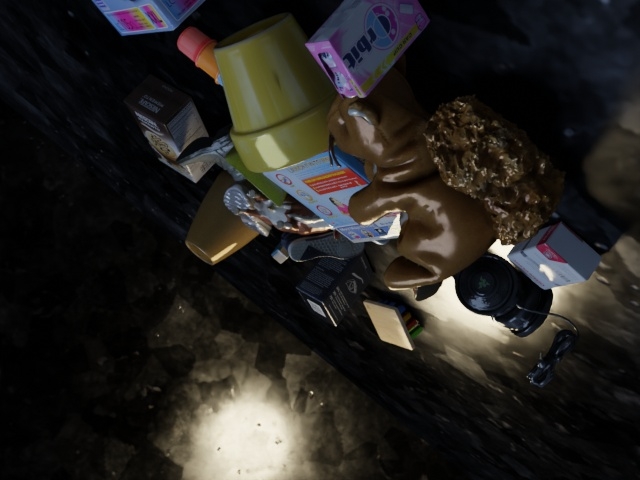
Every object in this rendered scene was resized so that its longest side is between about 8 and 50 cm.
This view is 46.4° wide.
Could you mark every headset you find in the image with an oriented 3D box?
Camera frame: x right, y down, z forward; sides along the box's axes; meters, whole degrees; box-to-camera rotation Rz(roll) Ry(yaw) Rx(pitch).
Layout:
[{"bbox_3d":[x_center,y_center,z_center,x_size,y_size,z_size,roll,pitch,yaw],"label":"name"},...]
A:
[{"bbox_3d":[0.380,0.141,1.583,0.243,0.185,0.394,27,-174,-35],"label":"headset"}]

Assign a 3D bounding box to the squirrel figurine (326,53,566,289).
[{"bbox_3d":[0.203,-0.148,1.284,0.397,0.281,0.370,-9,121,48],"label":"squirrel figurine"}]

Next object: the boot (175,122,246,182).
[{"bbox_3d":[-0.276,-0.218,2.087,0.247,0.083,0.161,-17,126,33],"label":"boot"}]

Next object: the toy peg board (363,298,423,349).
[{"bbox_3d":[0.242,0.251,2.405,0.161,0.079,0.160,10,131,55],"label":"toy peg board"}]

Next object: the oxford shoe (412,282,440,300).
[{"bbox_3d":[0.270,0.099,1.994,0.076,0.076,0.212,63,178,30],"label":"oxford shoe"}]

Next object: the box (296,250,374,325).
[{"bbox_3d":[0.048,0.121,2.214,0.108,0.207,0.153,27,158,33],"label":"box"}]

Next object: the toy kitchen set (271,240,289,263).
[{"bbox_3d":[-0.109,-0.057,2.291,0.166,0.122,0.207,41,142,-8],"label":"toy kitchen set"}]

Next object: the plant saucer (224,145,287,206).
[{"bbox_3d":[-0.141,-0.197,1.935,0.188,0.188,0.045,41,117,-11],"label":"plant saucer"}]

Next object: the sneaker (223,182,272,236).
[{"bbox_3d":[-0.203,-0.116,2.235,0.105,0.115,0.281,25,167,19],"label":"sneaker"}]

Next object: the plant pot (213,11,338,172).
[{"bbox_3d":[-0.080,-0.294,1.437,0.254,0.254,0.239,12,132,54],"label":"plant pot"}]

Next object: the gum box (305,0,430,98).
[{"bbox_3d":[0.071,-0.314,1.139,0.062,0.188,0.107,12,148,53],"label":"gum box"}]

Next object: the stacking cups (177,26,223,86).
[{"bbox_3d":[-0.187,-0.364,1.671,0.316,0.096,0.096,37,162,5],"label":"stacking cups"}]

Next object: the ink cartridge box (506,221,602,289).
[{"bbox_3d":[0.452,0.033,1.456,0.109,0.063,0.150,40,163,-5],"label":"ink cartridge box"}]

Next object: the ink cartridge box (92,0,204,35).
[{"bbox_3d":[-0.420,-0.604,1.455,0.270,0.151,0.395,14,149,51],"label":"ink cartridge box"}]

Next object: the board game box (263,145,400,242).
[{"bbox_3d":[0.069,-0.119,1.676,0.302,0.086,0.308,37,159,-24],"label":"board game box"}]

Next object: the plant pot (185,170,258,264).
[{"bbox_3d":[-0.310,-0.054,2.403,0.237,0.254,0.237,34,160,14],"label":"plant pot"}]

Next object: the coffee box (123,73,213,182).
[{"bbox_3d":[-0.431,-0.324,2.194,0.168,0.119,0.297,32,161,24],"label":"coffee box"}]

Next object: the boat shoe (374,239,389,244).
[{"bbox_3d":[0.080,-0.063,1.902,0.226,0.083,0.076,45,160,-21],"label":"boat shoe"}]

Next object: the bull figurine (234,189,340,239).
[{"bbox_3d":[-0.082,-0.073,2.025,0.310,0.101,0.188,12,-179,43],"label":"bull figurine"}]

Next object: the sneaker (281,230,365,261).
[{"bbox_3d":[-0.001,-0.002,2.122,0.163,0.226,0.086,-142,51,-67],"label":"sneaker"}]
